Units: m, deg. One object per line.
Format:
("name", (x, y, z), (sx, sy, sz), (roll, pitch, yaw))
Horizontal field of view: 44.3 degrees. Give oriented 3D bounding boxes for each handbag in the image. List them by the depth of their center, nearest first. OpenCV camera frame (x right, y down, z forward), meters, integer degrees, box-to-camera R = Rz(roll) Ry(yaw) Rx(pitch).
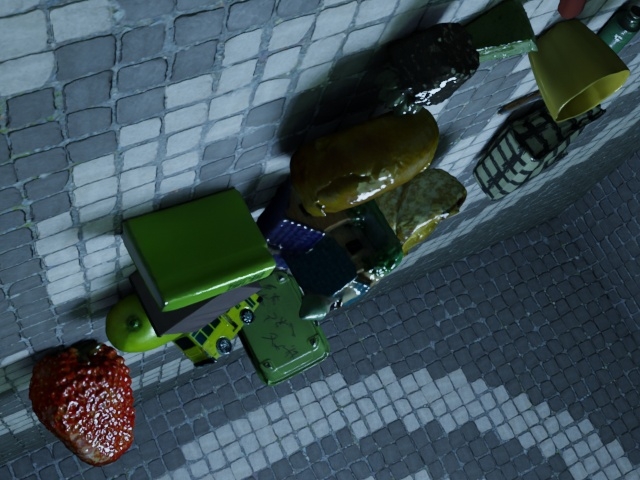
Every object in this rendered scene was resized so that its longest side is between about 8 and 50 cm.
("handbag", (0.655, -0.291, 2.371), (0.327, 0.162, 0.325), (-29, 169, -18))

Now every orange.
("orange", (0.247, -0.091, 2.211), (0.271, 0.210, 0.369), (-26, 166, -36))

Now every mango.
("mango", (-0.442, 0.207, 2.097), (0.192, 0.156, 0.343), (-23, 175, 20))

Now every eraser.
("eraser", (-0.262, 0.021, 1.685), (0.274, 0.210, 0.092), (-21, 165, -31))

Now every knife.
("knife", (-0.117, -0.093, 1.939), (0.023, 0.010, 0.170), (-22, 165, -25))

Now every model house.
("model house", (-0.011, 0.016, 1.882), (0.280, 0.312, 0.245), (-25, 170, -40))

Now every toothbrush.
("toothbrush", (0.623, -0.411, 2.162), (0.321, 0.023, 0.031), (-27, 159, -8))

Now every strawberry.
("strawberry", (-0.668, 0.472, 2.219), (0.267, 0.351, 0.312), (-25, 173, 24))

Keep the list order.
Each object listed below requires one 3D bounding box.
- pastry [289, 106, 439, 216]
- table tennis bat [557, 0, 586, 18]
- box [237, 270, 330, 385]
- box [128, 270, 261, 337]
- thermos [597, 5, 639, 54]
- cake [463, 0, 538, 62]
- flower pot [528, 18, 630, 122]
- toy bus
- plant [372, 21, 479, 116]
("pastry", (0.097, -0.168, 1.667), (0.356, 0.164, 0.356), (-21, -179, 0))
("table tennis bat", (0.499, -0.537, 1.459), (0.268, 0.051, 0.415), (-27, 164, 1))
("box", (-0.144, 0.267, 2.496), (0.252, 0.329, 0.178), (-28, 164, -4))
("box", (-0.305, 0.101, 1.925), (0.252, 0.188, 0.153), (-36, 163, 22))
("thermos", (0.728, -0.504, 1.933), (0.083, 0.073, 0.188), (-20, 164, -22))
("cake", (0.309, -0.409, 1.589), (0.235, 0.099, 0.100), (-10, 172, 19))
("flower pot", (0.578, -0.398, 1.811), (0.195, 0.179, 0.195), (-26, 164, -8))
("toy bus", (-0.299, 0.231, 2.296), (0.128, 0.150, 0.262), (-26, -158, 51))
("plant", (0.194, -0.321, 1.477), (0.129, 0.132, 0.194), (-9, 168, -42))
